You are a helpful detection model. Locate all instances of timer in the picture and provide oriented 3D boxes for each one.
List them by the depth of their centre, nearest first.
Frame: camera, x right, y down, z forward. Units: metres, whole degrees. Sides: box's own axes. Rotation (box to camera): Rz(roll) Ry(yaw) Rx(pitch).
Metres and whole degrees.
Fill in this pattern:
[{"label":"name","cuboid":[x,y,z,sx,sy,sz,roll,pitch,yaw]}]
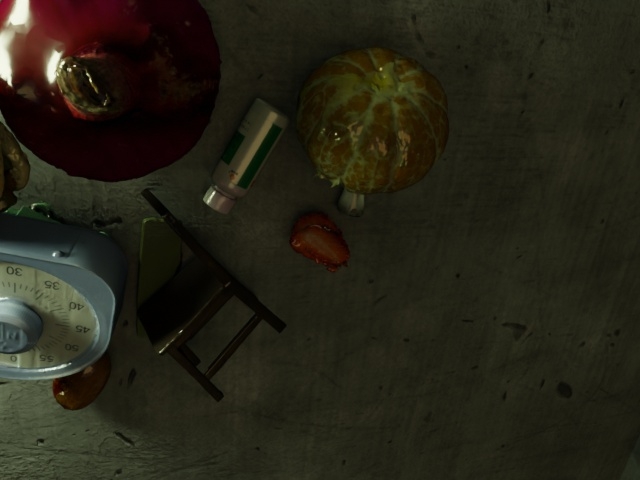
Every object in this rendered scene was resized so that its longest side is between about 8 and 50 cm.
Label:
[{"label":"timer","cuboid":[-0.593,0.138,1.021,0.395,0.173,0.394,-4,126,-6]}]

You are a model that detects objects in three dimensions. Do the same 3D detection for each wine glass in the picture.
[{"label":"wine glass","cuboid":[0.086,-0.140,1.264,0.072,0.072,0.155,3,113,-20]}]

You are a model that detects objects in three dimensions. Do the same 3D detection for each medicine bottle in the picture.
[{"label":"medicine bottle","cuboid":[-0.168,-0.182,1.143,0.095,0.095,0.260,27,102,-27]}]

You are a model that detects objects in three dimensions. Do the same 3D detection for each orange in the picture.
[{"label":"orange","cuboid":[0.108,-0.251,1.094,0.329,0.329,0.249,-3,153,-17]}]

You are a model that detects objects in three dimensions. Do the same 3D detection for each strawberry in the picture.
[{"label":"strawberry","cuboid":[0.000,0.000,1.305,0.121,0.082,0.188,-28,132,18]}]

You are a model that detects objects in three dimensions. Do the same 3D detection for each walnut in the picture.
[{"label":"walnut","cuboid":[-0.582,0.337,1.250,0.116,0.115,0.207,22,113,-26]}]

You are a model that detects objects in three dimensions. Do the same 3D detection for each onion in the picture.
[{"label":"onion","cuboid":[-0.342,-0.267,0.859,0.399,0.420,0.398,-12,120,-22]}]

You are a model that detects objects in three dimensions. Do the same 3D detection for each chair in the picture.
[{"label":"chair","cuboid":[-0.307,0.128,1.144,0.240,0.203,0.416,-45,126,-8]}]

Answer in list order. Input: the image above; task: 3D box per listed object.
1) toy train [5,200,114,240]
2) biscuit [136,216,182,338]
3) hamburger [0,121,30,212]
[{"label":"toy train","cuboid":[-0.566,0.029,1.113,0.253,0.105,0.157,29,116,-26]},{"label":"biscuit","cuboid":[-0.386,0.094,1.231,0.099,0.038,0.322,-1,116,-26]},{"label":"hamburger","cuboid":[-0.611,-0.112,0.850,0.330,0.162,0.209,-30,126,26]}]
